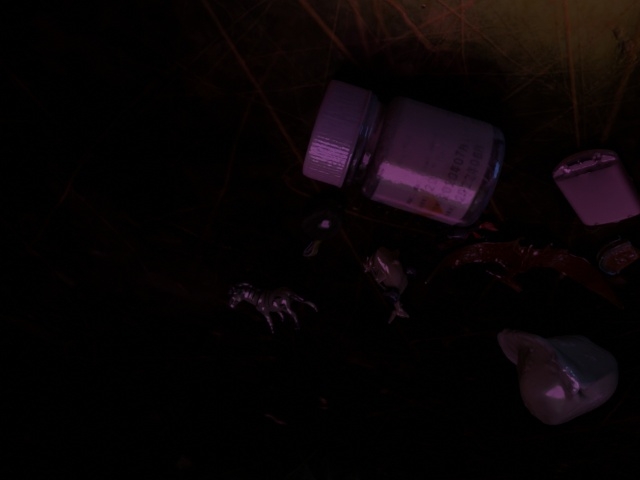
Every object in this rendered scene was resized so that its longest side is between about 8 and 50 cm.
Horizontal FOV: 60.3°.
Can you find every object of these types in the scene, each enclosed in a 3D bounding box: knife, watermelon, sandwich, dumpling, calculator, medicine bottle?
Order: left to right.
[{"bbox_3d":[0.000,0.000,1.212,0.026,0.022,0.184,45,145,3],"label":"knife"},{"bbox_3d":[0.006,-0.042,1.099,0.078,0.078,0.110,29,144,-18],"label":"watermelon"},{"bbox_3d":[0.122,-0.132,0.839,0.273,0.165,0.165,16,147,0],"label":"medicine bottle"},{"bbox_3d":[0.546,0.320,1.282,0.269,0.212,0.321,13,136,11],"label":"dumpling"},{"bbox_3d":[0.451,-0.081,0.891,0.100,0.032,0.175,-16,135,40],"label":"calculator"},{"bbox_3d":[0.547,0.028,1.015,0.069,0.026,0.101,15,146,3],"label":"sandwich"}]

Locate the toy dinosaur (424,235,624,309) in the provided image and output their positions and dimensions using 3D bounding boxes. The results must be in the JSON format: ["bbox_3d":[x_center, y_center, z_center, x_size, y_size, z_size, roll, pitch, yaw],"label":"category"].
[{"bbox_3d":[0.368,0.066,1.040,0.327,0.113,0.206,18,150,-21],"label":"toy dinosaur"}]

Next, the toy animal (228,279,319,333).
[{"bbox_3d":[-0.131,0.160,1.461,0.216,0.073,0.176,-17,120,34],"label":"toy animal"}]

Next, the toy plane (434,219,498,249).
[{"bbox_3d":[0.272,-0.010,1.068,0.060,0.037,0.145,30,146,-27],"label":"toy plane"}]

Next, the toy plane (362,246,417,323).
[{"bbox_3d":[0.159,0.105,1.247,0.108,0.092,0.286,20,153,36],"label":"toy plane"}]
